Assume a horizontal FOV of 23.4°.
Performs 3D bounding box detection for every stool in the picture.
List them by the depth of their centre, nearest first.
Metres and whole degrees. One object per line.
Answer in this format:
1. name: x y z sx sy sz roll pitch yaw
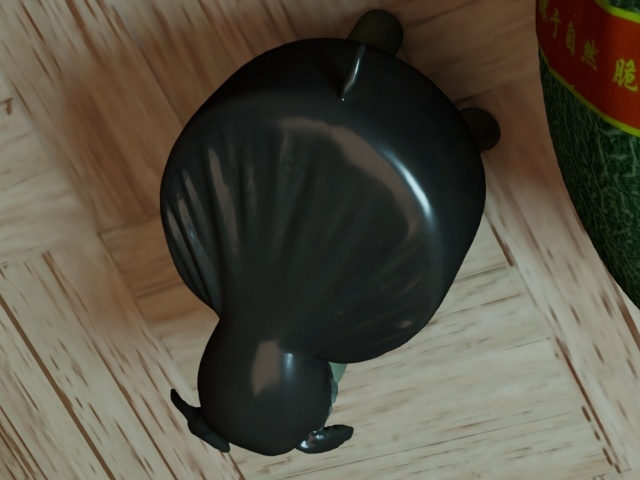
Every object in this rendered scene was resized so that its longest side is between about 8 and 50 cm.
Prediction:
1. stool: 0.000 0.000 0.658 0.125 0.121 0.217 20 123 9

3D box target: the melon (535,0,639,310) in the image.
1. melon: 0.161 -0.092 0.498 0.182 0.182 0.288 11 120 17
